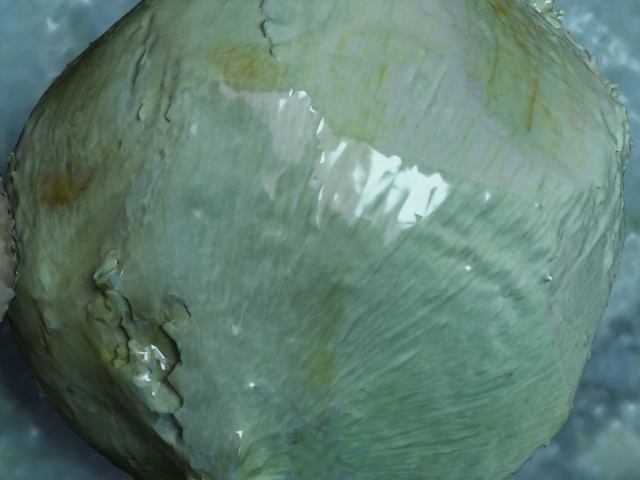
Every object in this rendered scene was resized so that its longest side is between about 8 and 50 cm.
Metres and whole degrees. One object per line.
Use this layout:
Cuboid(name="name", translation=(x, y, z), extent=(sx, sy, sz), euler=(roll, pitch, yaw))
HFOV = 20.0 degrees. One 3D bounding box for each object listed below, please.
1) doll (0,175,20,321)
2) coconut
Cuboid(name="doll", translation=(-0.182, 0.003, 0.492), extent=(0.201, 0.156, 0.303), euler=(-23, 74, 25))
Cuboid(name="coconut", translation=(-0.003, 0.001, 0.532), extent=(0.194, 0.194, 0.194), euler=(2, 79, -12))
